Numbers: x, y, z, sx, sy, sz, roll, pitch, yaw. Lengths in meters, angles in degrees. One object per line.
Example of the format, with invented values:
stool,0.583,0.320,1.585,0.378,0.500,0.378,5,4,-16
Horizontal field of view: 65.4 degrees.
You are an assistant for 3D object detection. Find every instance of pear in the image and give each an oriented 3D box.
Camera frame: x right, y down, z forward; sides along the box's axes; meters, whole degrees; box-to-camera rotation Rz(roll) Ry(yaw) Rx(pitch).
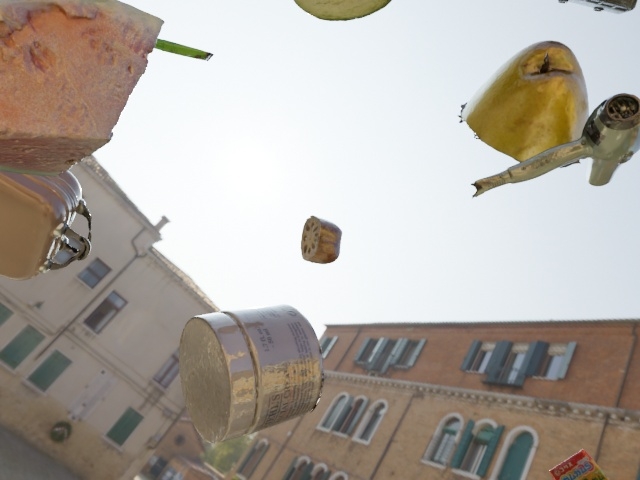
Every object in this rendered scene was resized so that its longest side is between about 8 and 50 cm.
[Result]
pear,0.405,-0.274,0.923,0.267,0.267,0.178,26,-45,19

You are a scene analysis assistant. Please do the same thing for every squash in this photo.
squash,0.043,-0.484,0.894,0.219,0.041,0.219,3,-19,1

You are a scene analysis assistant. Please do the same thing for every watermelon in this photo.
watermelon,-0.335,-0.172,0.586,0.176,0.260,0.256,48,-60,38

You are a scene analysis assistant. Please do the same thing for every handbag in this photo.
handbag,-0.633,-0.042,1.078,0.283,0.149,0.302,30,-56,-16

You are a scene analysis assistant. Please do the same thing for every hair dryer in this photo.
hair dryer,0.407,-0.120,0.834,0.267,0.092,0.229,-29,-27,29

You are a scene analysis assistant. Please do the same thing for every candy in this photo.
candy,0.381,0.359,0.683,0.038,0.062,0.122,52,5,-44

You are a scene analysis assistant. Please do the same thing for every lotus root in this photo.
lotus root,-0.002,0.000,1.287,0.081,0.122,0.112,11,-8,-32

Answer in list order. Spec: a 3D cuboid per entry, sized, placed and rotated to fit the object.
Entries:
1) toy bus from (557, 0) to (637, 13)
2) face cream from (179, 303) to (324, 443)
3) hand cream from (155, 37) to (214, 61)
toy bus,0.518,-0.475,0.953,0.166,0.047,0.065,10,15,-7
face cream,-0.103,0.186,0.729,0.177,0.153,0.177,7,-81,54
hand cream,-0.286,-0.399,1.045,0.122,0.023,0.036,2,-9,-34
